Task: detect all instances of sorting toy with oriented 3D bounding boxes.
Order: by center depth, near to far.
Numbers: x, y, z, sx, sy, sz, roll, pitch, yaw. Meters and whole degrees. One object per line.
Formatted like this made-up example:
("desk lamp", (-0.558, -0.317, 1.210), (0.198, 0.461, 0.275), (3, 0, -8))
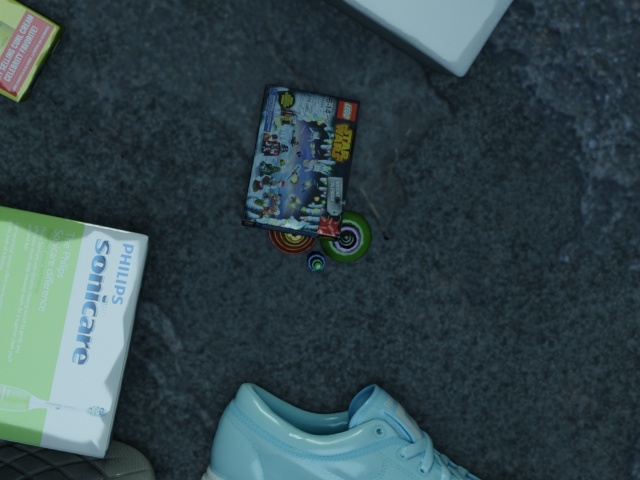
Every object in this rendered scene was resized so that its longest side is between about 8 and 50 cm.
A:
("sorting toy", (0.000, 0.000, 1.428), (0.102, 0.042, 0.061), (7, 97, -5))

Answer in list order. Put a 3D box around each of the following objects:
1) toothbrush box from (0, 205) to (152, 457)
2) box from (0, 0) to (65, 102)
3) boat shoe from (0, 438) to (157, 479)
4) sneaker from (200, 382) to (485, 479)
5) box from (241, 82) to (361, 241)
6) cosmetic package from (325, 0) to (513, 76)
("toothbrush box", (-0.313, 0.069, 1.367), (0.283, 0.122, 0.206), (11, 88, -4))
("box", (-0.358, -0.219, 1.368), (0.232, 0.058, 0.087), (30, 94, -7))
("boat shoe", (-0.322, 0.296, 1.424), (0.355, 0.132, 0.130), (-17, 124, -5))
("sneaker", (0.074, 0.222, 1.417), (0.365, 0.135, 0.150), (12, 100, -6))
("box", (-0.018, -0.074, 1.404), (0.094, 0.027, 0.137), (10, 78, -5))
("cosmetic package", (-0.009, -0.360, 1.317), (0.453, 0.161, 0.230), (33, 94, -6))
